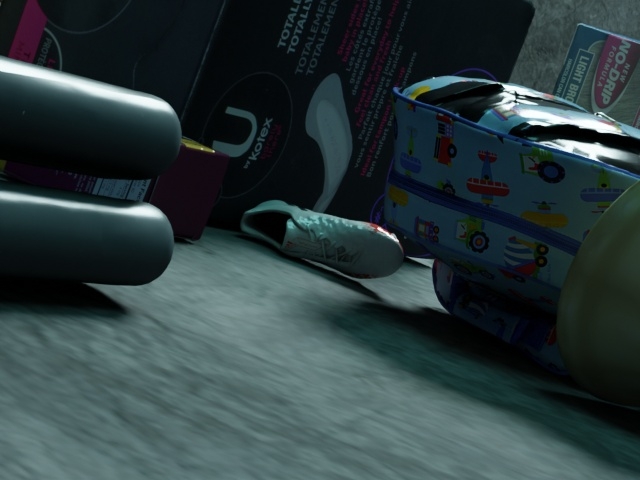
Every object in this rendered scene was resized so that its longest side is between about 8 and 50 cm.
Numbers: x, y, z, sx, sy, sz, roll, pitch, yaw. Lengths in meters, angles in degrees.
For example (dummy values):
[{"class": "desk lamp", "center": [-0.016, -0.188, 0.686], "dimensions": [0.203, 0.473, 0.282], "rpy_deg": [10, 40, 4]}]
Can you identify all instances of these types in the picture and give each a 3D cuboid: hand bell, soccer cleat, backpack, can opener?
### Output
[{"class": "hand bell", "center": [0.206, 0.075, 0.700], "dimensions": [0.126, 0.126, 0.242], "rpy_deg": [15, 21, -37]}, {"class": "soccer cleat", "center": [0.000, 0.000, 0.897], "dimensions": [0.083, 0.029, 0.035], "rpy_deg": [20, 14, 28]}, {"class": "backpack", "center": [0.106, -0.006, 0.858], "dimensions": [0.173, 0.117, 0.158], "rpy_deg": [15, 8, -40]}, {"class": "can opener", "center": [-0.114, -0.024, 0.519], "dimensions": [0.093, 0.074, 0.280], "rpy_deg": [5, -3, 24]}]

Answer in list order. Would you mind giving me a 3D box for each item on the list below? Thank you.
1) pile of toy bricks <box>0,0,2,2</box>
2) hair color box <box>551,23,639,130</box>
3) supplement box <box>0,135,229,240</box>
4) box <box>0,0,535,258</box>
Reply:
[{"class": "pile of toy bricks", "center": [-0.194, -0.112, 0.986], "dimensions": [0.105, 0.118, 0.212], "rpy_deg": [52, -3, 0]}, {"class": "hair color box", "center": [0.268, -0.045, 1.421], "dimensions": [0.105, 0.174, 0.347], "rpy_deg": [23, 7, 27]}, {"class": "supplement box", "center": [-0.092, -0.035, 0.824], "dimensions": [0.083, 0.043, 0.055], "rpy_deg": [24, 6, 26]}, {"class": "box", "center": [-0.029, -0.098, 0.999], "dimensions": [0.143, 0.165, 0.270], "rpy_deg": [25, 8, 33]}]
